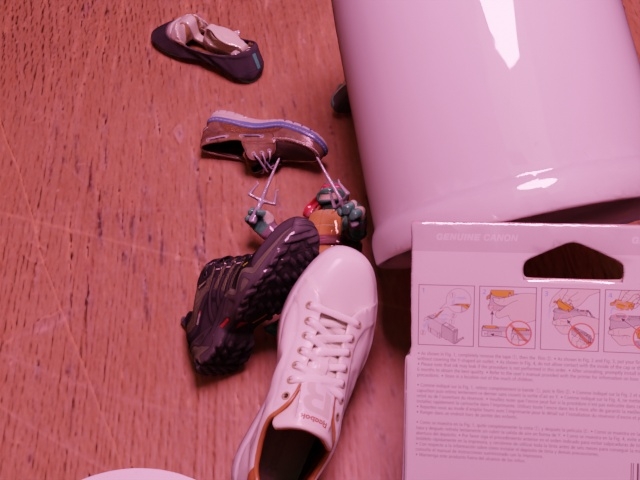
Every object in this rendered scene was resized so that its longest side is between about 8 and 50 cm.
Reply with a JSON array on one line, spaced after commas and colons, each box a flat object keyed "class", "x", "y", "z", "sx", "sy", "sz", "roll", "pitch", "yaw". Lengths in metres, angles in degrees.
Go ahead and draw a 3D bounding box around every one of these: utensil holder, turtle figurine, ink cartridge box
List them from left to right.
[{"class": "turtle figurine", "x": 0.000, "y": 0.000, "z": 1.026, "sx": 0.175, "sy": 0.118, "sz": 0.234, "roll": -18, "pitch": 60, "yaw": 40}, {"class": "utensil holder", "x": 0.184, "y": -0.188, "z": 0.950, "sx": 0.328, "sy": 0.327, "sz": 0.385, "roll": -11, "pitch": 80, "yaw": -4}, {"class": "ink cartridge box", "x": 0.228, "y": 0.114, "z": 0.787, "sx": 0.297, "sy": 0.066, "sz": 0.261, "roll": 2, "pitch": 91, "yaw": 10}]

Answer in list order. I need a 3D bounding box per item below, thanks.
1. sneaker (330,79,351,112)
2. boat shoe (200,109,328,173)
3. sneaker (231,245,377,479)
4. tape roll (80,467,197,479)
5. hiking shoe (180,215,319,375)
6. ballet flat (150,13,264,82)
[{"class": "sneaker", "x": 0.099, "y": -0.201, "z": 1.202, "sx": 0.167, "sy": 0.065, "sz": 0.076, "roll": -13, "pitch": 59, "yaw": -4}, {"class": "boat shoe", "x": -0.079, "y": -0.125, "z": 1.161, "sx": 0.183, "sy": 0.066, "sz": 0.066, "roll": 12, "pitch": 61, "yaw": 23}, {"class": "sneaker", "x": 0.001, "y": 0.144, "z": 0.872, "sx": 0.106, "sy": 0.123, "sz": 0.290, "roll": 21, "pitch": 82, "yaw": -14}, {"class": "tape roll", "x": -0.180, "y": 0.365, "z": 0.800, "sx": 0.286, "sy": 0.100, "sz": 0.286, "roll": -2, "pitch": 56, "yaw": 3}, {"class": "hiking shoe", "x": -0.093, "y": 0.045, "z": 0.965, "sx": 0.227, "sy": 0.086, "sz": 0.114, "roll": -51, "pitch": 53, "yaw": 20}, {"class": "ballet flat", "x": -0.173, "y": -0.304, "z": 1.282, "sx": 0.203, "sy": 0.074, "sz": 0.074, "roll": 26, "pitch": 61, "yaw": 20}]
